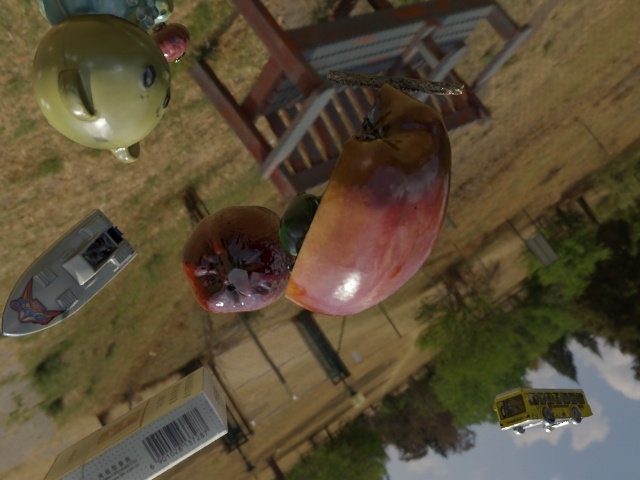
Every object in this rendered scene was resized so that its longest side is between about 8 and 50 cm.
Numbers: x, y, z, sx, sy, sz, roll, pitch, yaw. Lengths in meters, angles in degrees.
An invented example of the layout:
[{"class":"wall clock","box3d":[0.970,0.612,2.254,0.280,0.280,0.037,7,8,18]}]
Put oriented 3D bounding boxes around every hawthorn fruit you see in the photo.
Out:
[{"class":"hawthorn fruit","box3d":[-0.209,0.040,1.822,0.295,0.295,0.311,-33,-153,-7]}]

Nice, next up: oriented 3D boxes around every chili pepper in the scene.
[{"class":"chili pepper","box3d":[0.000,0.000,1.531,0.165,0.174,0.261,-34,161,-24]}]

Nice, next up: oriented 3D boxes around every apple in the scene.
[{"class":"apple","box3d":[0.066,-0.064,1.176,0.295,0.328,0.365,-8,149,-21]}]

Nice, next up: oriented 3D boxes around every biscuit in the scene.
[{"class":"biscuit","box3d":[0.130,-0.268,1.237,0.237,0.026,0.131,7,-166,2]}]

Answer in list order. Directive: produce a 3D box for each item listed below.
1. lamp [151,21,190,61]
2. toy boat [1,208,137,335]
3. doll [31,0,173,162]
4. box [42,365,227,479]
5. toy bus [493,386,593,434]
[{"class":"lamp","box3d":[-0.338,-0.443,1.613,0.101,0.090,0.101,-27,-151,17]},{"class":"toy boat","box3d":[-0.491,0.075,1.385,0.088,0.129,0.295,-6,-144,53]},{"class":"doll","box3d":[-0.268,-0.238,0.885,0.162,0.260,0.177,-11,161,5]},{"class":"box","box3d":[-0.333,0.371,1.317,0.330,0.095,0.210,-32,-174,-6]},{"class":"toy bus","box3d":[0.425,0.319,1.359,0.226,0.074,0.081,10,150,-40]}]
